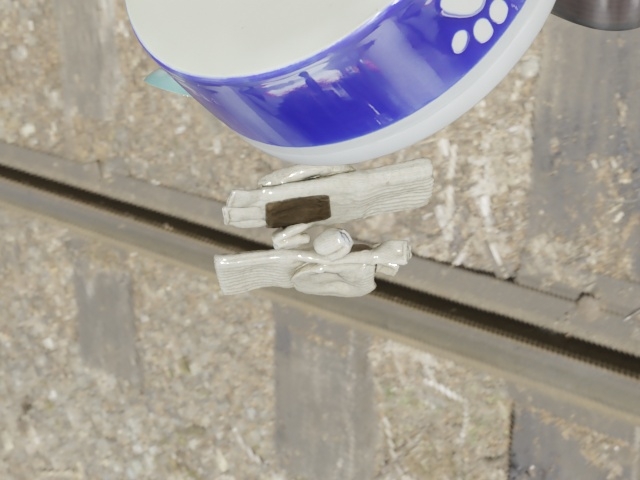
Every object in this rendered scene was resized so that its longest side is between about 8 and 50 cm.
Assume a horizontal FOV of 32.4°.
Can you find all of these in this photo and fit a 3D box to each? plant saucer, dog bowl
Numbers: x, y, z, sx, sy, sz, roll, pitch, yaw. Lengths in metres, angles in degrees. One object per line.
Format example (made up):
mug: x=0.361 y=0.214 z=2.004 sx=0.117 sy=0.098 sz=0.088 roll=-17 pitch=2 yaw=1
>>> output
plant saucer: x=-0.154 y=-0.190 z=1.337 sx=0.119 sy=0.119 sz=0.021 roll=23 pitch=104 yaw=35
dog bowl: x=0.011 y=-0.184 z=0.678 sx=0.265 sy=0.104 sz=0.265 roll=-16 pitch=58 yaw=28

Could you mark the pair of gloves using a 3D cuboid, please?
pair of gloves: x=0.000 y=0.000 z=1.081 sx=0.240 sy=0.204 sz=0.042 roll=103 pitch=162 yaw=-60

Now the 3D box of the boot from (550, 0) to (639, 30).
boot: x=0.143 y=-0.316 z=0.796 sx=0.264 sy=0.096 sz=0.280 roll=39 pitch=143 yaw=48
